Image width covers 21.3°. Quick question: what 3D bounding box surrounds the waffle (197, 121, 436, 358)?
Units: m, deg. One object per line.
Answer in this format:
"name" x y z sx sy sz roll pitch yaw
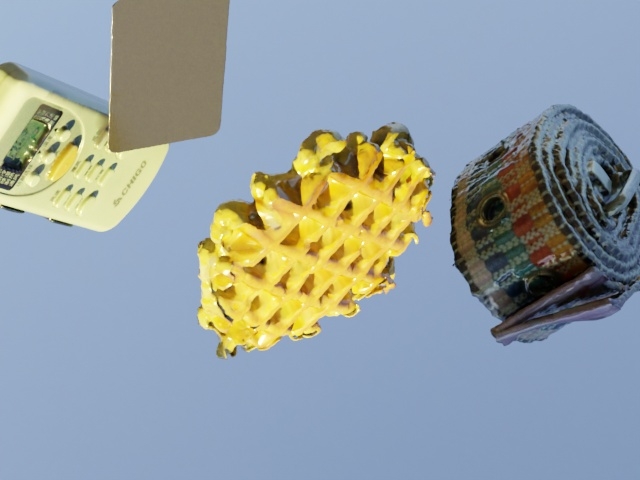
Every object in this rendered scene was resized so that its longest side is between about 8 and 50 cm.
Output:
"waffle" 0.000 0.000 1.840 0.302 0.325 0.068 -24 -121 -26

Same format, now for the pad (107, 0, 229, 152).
"pad" -0.134 -0.151 1.502 0.112 0.157 0.003 -12 -141 -26

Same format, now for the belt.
"belt" 0.252 -0.024 1.774 0.160 0.207 0.295 -32 -178 27

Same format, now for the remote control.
"remote control" -0.261 -0.085 1.715 0.056 0.296 0.140 41 -81 25
